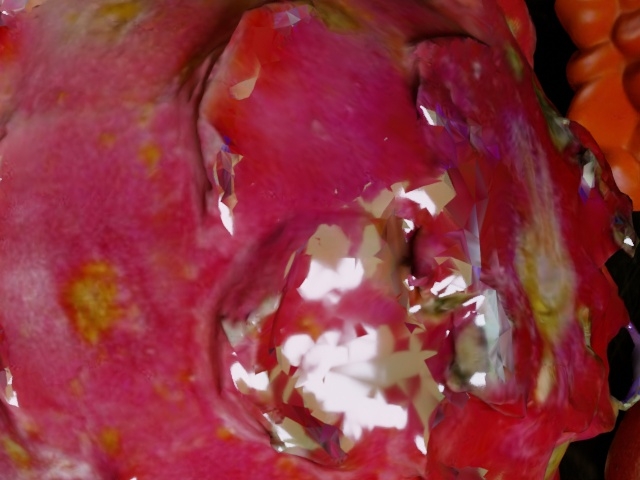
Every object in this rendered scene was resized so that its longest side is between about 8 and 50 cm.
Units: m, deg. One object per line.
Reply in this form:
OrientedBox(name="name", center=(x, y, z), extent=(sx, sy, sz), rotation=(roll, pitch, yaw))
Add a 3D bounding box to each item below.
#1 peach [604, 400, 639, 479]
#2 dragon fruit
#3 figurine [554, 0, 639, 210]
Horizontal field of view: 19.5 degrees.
OrientedBox(name="peach", center=(0.280, 0.156, 1.253), extent=(0.197, 0.197, 0.197), rotation=(-10, 104, -43))
OrientedBox(name="dragon fruit", center=(0.000, 0.000, 0.880), extent=(0.371, 0.249, 0.386), rotation=(-4, 87, -40))
OrientedBox(name="figurine", center=(0.331, -0.067, 1.211), extent=(0.412, 0.241, 0.306), rotation=(49, 65, -32))
